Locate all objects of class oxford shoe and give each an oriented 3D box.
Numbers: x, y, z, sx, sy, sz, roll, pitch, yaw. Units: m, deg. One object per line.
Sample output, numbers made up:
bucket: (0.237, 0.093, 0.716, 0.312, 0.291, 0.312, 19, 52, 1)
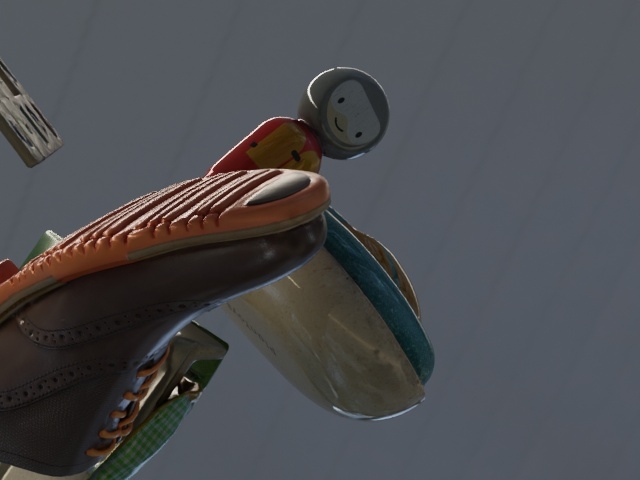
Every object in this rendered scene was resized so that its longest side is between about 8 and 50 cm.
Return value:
oxford shoe: (-0.128, 0.058, 0.966, 0.364, 0.132, 0.130, -22, 7, 34)

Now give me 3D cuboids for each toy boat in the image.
toy boat: (0.000, 0.000, 1.268, 0.148, 0.267, 0.318, -37, -29, -15)

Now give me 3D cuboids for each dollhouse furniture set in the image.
dollhouse furniture set: (-0.150, 0.139, 1.176, 0.151, 0.301, 0.197, 36, -95, -30)

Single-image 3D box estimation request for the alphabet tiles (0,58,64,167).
alphabet tiles: (-0.224, -0.142, 0.906, 0.009, 0.237, 0.198, -37, 8, 0)
